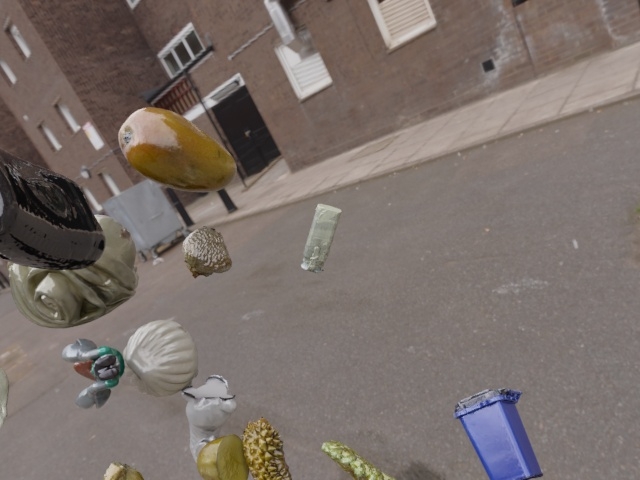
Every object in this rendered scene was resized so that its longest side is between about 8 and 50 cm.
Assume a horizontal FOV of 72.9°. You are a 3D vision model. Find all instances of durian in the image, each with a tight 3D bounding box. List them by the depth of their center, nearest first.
[{"bbox_3d":[-0.187,0.821,1.625,0.112,0.341,0.191,-29,-28,7],"label":"durian"}]

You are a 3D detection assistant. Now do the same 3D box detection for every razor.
[{"bbox_3d":[-0.493,-0.054,0.726,0.114,0.204,0.349,-25,-7,-8],"label":"razor"}]

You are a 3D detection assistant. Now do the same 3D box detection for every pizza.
[{"bbox_3d":[-0.442,0.575,0.971,0.081,0.203,0.188,21,6,7],"label":"pizza"}]

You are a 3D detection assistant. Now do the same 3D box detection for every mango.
[{"bbox_3d":[-0.367,-0.227,1.152,0.173,0.318,0.211,-51,36,26],"label":"mango"}]

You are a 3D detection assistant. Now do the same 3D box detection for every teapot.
[{"bbox_3d":[0.000,0.000,1.275,0.077,0.200,0.107,16,15,-3],"label":"teapot"}]

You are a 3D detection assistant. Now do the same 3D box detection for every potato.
[{"bbox_3d":[-0.372,0.811,1.578,0.158,0.203,0.178,-19,48,24],"label":"potato"}]

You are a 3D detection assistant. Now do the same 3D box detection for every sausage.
[{"bbox_3d":[-0.842,0.489,1.630,0.077,0.194,0.077,-12,51,16],"label":"sausage"}]

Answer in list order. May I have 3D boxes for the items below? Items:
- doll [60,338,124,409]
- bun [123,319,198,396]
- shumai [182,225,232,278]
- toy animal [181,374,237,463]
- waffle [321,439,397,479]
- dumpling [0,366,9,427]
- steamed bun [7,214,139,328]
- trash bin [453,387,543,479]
[{"bbox_3d":[-0.623,0.342,1.194,0.153,0.194,0.258,-7,-36,-31],"label":"doll"},{"bbox_3d":[-0.551,0.395,1.414,0.264,0.262,0.175,-23,-10,15],"label":"bun"},{"bbox_3d":[-0.329,0.044,1.224,0.145,0.145,0.116,-41,0,-41],"label":"shumai"},{"bbox_3d":[-0.446,0.743,1.738,0.194,0.356,0.258,-6,13,-40],"label":"toy animal"},{"bbox_3d":[0.153,0.726,1.344,0.073,0.317,0.297,-54,12,-24],"label":"waffle"},{"bbox_3d":[-0.911,0.400,1.124,0.179,0.252,0.131,-41,-4,6],"label":"dumpling"},{"bbox_3d":[-0.676,0.115,1.212,0.325,0.309,0.219,-12,39,-22],"label":"steamed bun"},{"bbox_3d":[0.509,0.547,1.213,0.184,0.163,0.234,-37,50,27],"label":"trash bin"}]
